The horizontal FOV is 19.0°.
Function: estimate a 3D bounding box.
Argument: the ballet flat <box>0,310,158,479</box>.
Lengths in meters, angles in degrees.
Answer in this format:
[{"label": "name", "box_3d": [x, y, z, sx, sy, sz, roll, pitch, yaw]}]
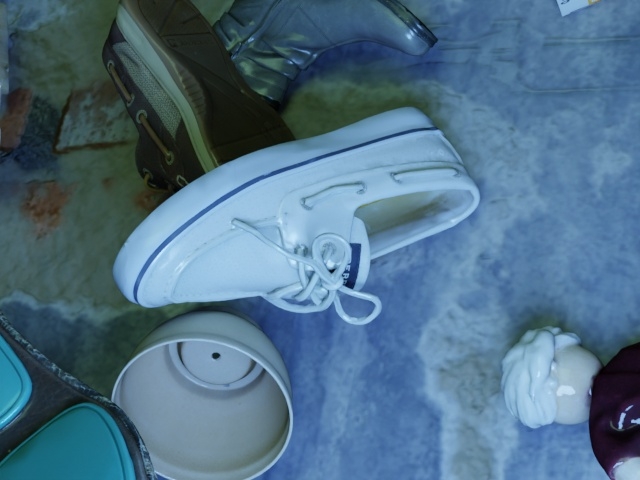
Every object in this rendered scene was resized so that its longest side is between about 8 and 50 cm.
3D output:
[{"label": "ballet flat", "box_3d": [-0.244, 0.198, 1.702, 0.164, 0.182, 0.483, -40, 44, -8]}]

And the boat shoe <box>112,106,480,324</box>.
[{"label": "boat shoe", "box_3d": [-0.001, 0.005, 1.717, 0.367, 0.136, 0.156, -21, 58, -35]}]

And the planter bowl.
[{"label": "planter bowl", "box_3d": [-0.099, 0.126, 1.727, 0.162, 0.162, 0.109, -12, 30, 14]}]

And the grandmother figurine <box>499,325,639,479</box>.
[{"label": "grandmother figurine", "box_3d": [0.303, 0.144, 1.587, 0.342, 0.104, 0.208, 12, 37, 30]}]

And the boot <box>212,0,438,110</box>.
[{"label": "boot", "box_3d": [-0.009, -0.195, 1.947, 0.246, 0.083, 0.161, 29, 85, 33]}]

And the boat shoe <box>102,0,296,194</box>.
[{"label": "boat shoe", "box_3d": [-0.123, -0.097, 1.904, 0.123, 0.123, 0.342, -51, 62, 35]}]

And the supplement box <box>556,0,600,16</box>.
[{"label": "supplement box", "box_3d": [0.252, -0.279, 1.907, 0.062, 0.036, 0.098, -22, 54, 8]}]

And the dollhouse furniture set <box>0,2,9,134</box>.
[{"label": "dollhouse furniture set", "box_3d": [-0.538, -0.196, 2.059, 0.394, 0.256, 0.362, 2, 58, -13]}]
